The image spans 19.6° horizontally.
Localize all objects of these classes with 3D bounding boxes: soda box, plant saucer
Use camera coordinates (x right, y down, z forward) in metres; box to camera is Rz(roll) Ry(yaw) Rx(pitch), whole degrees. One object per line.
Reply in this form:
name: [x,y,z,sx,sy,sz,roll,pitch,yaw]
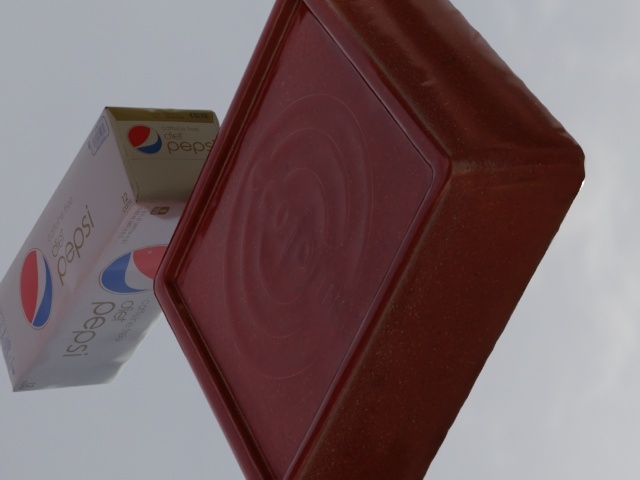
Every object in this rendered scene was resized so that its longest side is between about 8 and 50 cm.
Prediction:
soda box: [-0.127,0.009,1.117,0.074,0.216,0.069,-2,-122,-32]
plant saucer: [0.000,0.000,0.906,0.047,0.259,0.258,11,-152,-31]
